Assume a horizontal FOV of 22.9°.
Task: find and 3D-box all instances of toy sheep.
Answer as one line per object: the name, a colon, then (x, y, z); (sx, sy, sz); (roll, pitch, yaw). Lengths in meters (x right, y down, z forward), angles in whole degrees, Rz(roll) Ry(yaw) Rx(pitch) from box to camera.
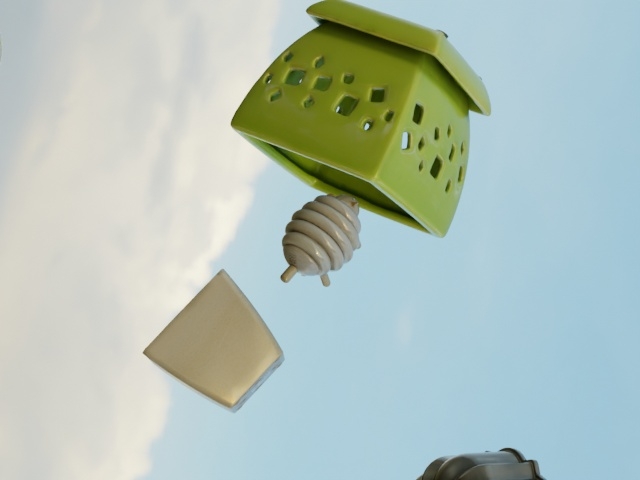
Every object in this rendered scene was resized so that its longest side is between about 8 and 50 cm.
toy sheep: (0.000, 0.000, 1.755); (0.132, 0.091, 0.091); (-54, -172, -25)

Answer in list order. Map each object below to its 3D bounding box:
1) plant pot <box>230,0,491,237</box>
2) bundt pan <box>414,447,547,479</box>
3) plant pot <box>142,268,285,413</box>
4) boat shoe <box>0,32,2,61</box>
plant pot: (0.066, -0.157, 1.925); (0.228, 0.227, 0.207); (24, -97, 31)
bundt pan: (0.197, 0.446, 2.208); (0.331, 0.124, 0.330); (-38, -133, 57)
plant pot: (-0.094, 0.106, 1.510); (0.109, 0.096, 0.109); (-46, 173, -7)
boat shoe: (-0.354, -0.203, 1.566); (0.170, 0.063, 0.059); (87, 0, -61)
